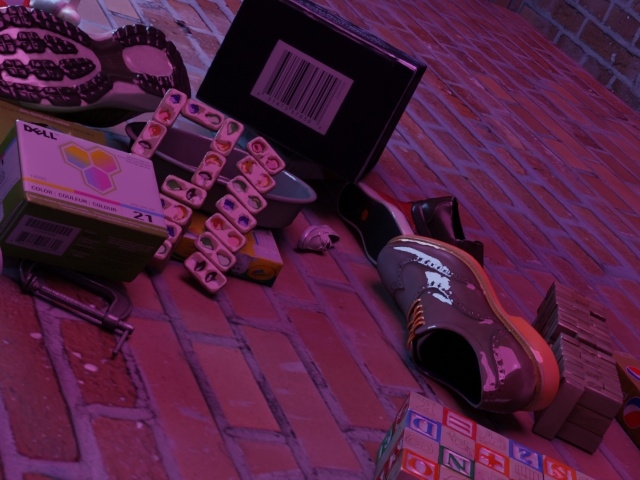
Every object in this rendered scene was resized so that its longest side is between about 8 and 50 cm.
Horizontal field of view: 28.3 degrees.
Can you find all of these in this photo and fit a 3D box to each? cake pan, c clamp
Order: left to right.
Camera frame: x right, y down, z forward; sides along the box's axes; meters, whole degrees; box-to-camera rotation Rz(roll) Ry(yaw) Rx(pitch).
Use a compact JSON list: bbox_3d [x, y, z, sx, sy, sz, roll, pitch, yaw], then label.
[{"bbox_3d":[-0.278,0.063,1.448,0.160,0.022,0.137,27,21,2],"label":"c clamp"},{"bbox_3d":[-0.150,-0.093,1.829,0.293,0.054,0.293,20,13,-5],"label":"cake pan"}]

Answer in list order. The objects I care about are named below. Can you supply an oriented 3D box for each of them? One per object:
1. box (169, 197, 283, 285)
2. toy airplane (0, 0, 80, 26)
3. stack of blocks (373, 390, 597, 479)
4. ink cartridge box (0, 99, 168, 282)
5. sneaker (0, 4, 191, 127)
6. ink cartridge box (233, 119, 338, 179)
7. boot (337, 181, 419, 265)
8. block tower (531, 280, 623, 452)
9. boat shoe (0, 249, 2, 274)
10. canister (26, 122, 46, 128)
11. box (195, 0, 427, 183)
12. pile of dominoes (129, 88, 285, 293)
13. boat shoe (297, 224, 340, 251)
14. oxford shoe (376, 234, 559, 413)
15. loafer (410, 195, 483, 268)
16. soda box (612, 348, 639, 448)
[{"bbox_3d":[-0.146,-0.001,1.710,0.179,0.043,0.105,19,24,-23],"label":"box"},{"bbox_3d":[-0.522,-0.442,1.903,0.384,0.272,0.386,53,2,2],"label":"toy airplane"},{"bbox_3d":[0.206,0.299,1.378,0.297,0.087,0.171,25,22,-3],"label":"stack of blocks"},{"bbox_3d":[-0.304,-0.091,1.528,0.188,0.097,0.255,16,43,-35],"label":"ink cartridge box"},{"bbox_3d":[-0.367,-0.205,1.765,0.410,0.182,0.158,-1,62,-53],"label":"sneaker"},{"bbox_3d":[-0.048,-0.158,2.158,0.145,0.045,0.179,40,29,29],"label":"ink cartridge box"},{"bbox_3d":[0.148,-0.008,1.994,0.176,0.088,0.244,16,21,-28],"label":"boot"},{"bbox_3d":[0.360,0.177,1.812,0.097,0.091,0.335,25,23,-1],"label":"block tower"},{"bbox_3d":[-0.489,-0.012,1.291,0.335,0.121,0.119,20,28,14],"label":"boat shoe"},{"bbox_3d":[-0.440,-0.122,1.612,0.169,0.073,0.126,15,26,-22],"label":"canister"},{"bbox_3d":[0.000,-0.269,2.131,0.293,0.212,0.395,29,10,2],"label":"box"},{"bbox_3d":[-0.165,-0.073,1.648,0.196,0.040,0.251,26,62,2],"label":"pile of dominoes"},{"bbox_3d":[0.000,0.000,1.879,0.035,0.035,0.100,32,16,19],"label":"boat shoe"},{"bbox_3d":[0.166,0.103,1.722,0.132,0.130,0.363,-6,32,-32],"label":"oxford shoe"},{"bbox_3d":[0.208,0.029,1.878,0.220,0.078,0.080,66,19,8],"label":"loafer"},{"bbox_3d":[0.459,0.234,1.831,0.058,0.061,0.181,14,26,-27],"label":"soda box"}]
